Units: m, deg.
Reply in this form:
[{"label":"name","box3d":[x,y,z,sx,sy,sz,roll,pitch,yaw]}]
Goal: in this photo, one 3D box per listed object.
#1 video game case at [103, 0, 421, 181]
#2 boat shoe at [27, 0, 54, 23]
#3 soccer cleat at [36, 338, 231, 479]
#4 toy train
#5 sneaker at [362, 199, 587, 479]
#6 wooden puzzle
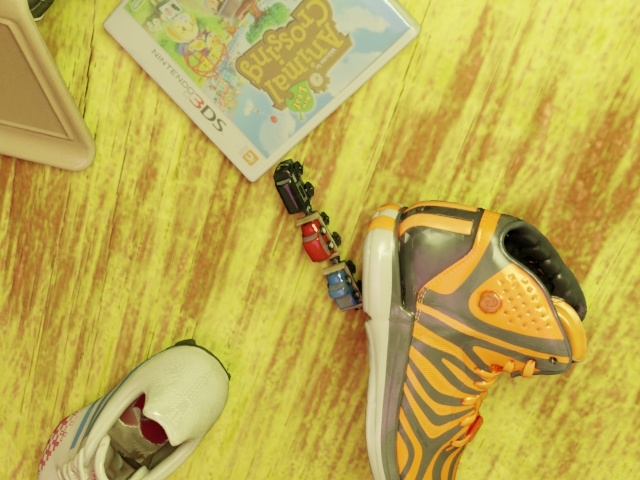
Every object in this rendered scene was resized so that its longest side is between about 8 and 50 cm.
[{"label":"video game case","box3d":[-0.055,-0.179,0.855,0.193,0.023,0.212,46,121,-8]},{"label":"boat shoe","box3d":[-0.312,-0.279,0.869,0.219,0.078,0.070,43,123,-15]},{"label":"soccer cleat","box3d":[-0.223,0.224,1.056,0.116,0.143,0.331,42,122,-5]},{"label":"toy train","box3d":[0.000,0.000,0.921,0.027,0.036,0.158,-19,109,27]},{"label":"sneaker","box3d":[0.137,0.123,0.885,0.180,0.124,0.321,4,117,19]},{"label":"wooden puzzle","box3d":[-0.323,-0.167,0.908,0.221,0.044,0.239,14,149,12]}]
